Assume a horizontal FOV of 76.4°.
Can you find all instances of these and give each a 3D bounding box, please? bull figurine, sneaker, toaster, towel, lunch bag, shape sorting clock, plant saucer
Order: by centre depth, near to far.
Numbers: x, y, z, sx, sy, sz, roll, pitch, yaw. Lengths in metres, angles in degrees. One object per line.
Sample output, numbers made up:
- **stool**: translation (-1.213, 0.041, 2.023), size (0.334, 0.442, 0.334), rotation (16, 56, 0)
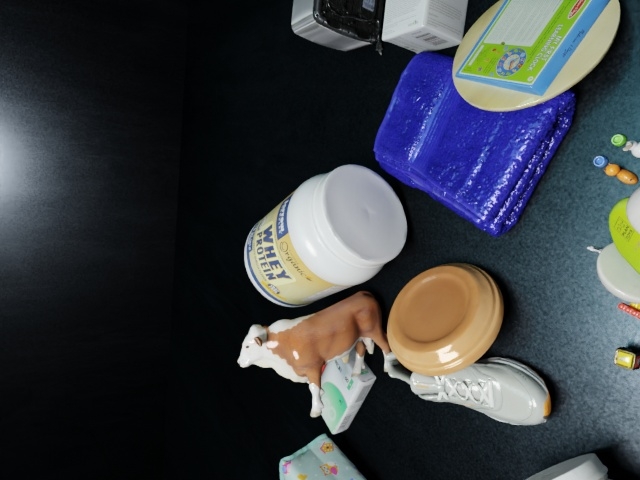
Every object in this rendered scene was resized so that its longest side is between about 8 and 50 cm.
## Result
- **shape sorting clock**: translation (0.283, -0.267, 0.556), size (0.206, 0.040, 0.206), rotation (-23, 53, 35)
- **sneaker**: translation (0.212, 0.227, 0.638), size (0.263, 0.121, 0.099), rotation (1, 92, 55)
- **plant saucer**: translation (0.186, 0.115, 0.650), size (0.200, 0.037, 0.199), rotation (-34, 32, 25)
- **towel**: translation (0.216, -0.170, 0.664), size (0.308, 0.077, 0.227), rotation (45, 127, 45)
- **bull figurine**: translation (0.003, 0.211, 0.792), size (0.101, 0.311, 0.188), rotation (-15, 94, 66)
- **toaster**: translation (0.042, -0.487, 0.833), size (0.110, 0.168, 0.185), rotation (18, 104, 57)
- **lunch bag**: translation (0.021, 0.614, 0.895), size (0.223, 0.160, 0.261), rotation (30, 126, 48)

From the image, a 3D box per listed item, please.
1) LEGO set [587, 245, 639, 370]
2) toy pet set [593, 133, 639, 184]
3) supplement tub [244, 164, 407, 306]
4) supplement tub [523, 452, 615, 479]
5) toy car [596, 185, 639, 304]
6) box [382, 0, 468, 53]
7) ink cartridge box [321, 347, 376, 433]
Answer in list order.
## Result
- **LEGO set**: translation (0.407, 0.060, 0.412), size (0.244, 0.060, 0.182), rotation (-37, 57, 50)
- **toy pet set**: translation (0.375, -0.110, 0.444), size (0.114, 0.065, 0.122), rotation (56, 134, 39)
- **supplement tub**: translation (0.000, 0.000, 0.846), size (0.316, 0.229, 0.228), rotation (-32, 65, 51)
- **supplement tub**: translation (0.323, 0.368, 0.458), size (0.144, 0.145, 0.199), rotation (-56, 47, 40)
- **toy car**: translation (0.360, 0.015, 0.361), size (0.181, 0.136, 0.159), rotation (60, 178, 39)
- **box**: translation (0.177, -0.382, 0.692), size (0.102, 0.101, 0.087), rotation (18, 105, 54)
- **ink cartridge box**: translation (0.022, 0.308, 0.975), size (0.224, 0.056, 0.180), rotation (47, 128, 42)
